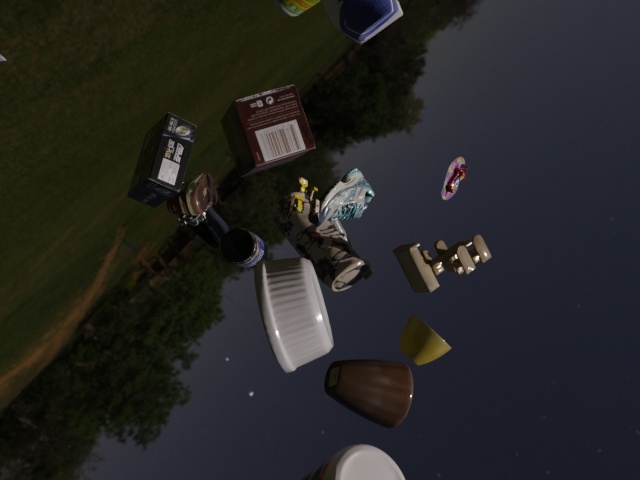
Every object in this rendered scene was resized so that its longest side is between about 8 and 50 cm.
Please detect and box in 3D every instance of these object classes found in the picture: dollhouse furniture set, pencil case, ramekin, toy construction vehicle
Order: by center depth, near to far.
[{"bbox_3d":[-0.057,0.165,1.251,0.127,0.272,0.273,-15,-164,2],"label":"ramekin"},{"bbox_3d":[-0.039,-0.102,1.323,0.035,0.086,0.098,-23,-124,41],"label":"toy construction vehicle"},{"bbox_3d":[0.391,0.043,1.764,0.242,0.161,0.212,-31,-173,-22],"label":"dollhouse furniture set"},{"bbox_3d":[0.000,0.000,1.847,0.184,0.410,0.159,-20,147,-36],"label":"pencil case"}]

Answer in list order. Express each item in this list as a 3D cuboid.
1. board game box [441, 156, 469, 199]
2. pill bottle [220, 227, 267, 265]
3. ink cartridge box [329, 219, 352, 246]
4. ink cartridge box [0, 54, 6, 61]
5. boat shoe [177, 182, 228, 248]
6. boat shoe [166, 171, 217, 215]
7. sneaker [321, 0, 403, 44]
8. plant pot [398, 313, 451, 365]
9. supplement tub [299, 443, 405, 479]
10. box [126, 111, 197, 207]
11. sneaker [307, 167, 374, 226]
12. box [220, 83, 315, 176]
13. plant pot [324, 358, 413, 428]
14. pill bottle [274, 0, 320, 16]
[{"bbox_3d":[0.503,-0.224,1.955,0.133,0.033,0.168,-18,126,-48],"label":"board game box"},{"bbox_3d":[-0.250,0.032,1.796,0.123,0.123,0.219,-46,168,0],"label":"pill bottle"},{"bbox_3d":[0.010,0.000,1.992,0.179,0.145,0.045,-21,-154,16],"label":"ink cartridge box"},{"bbox_3d":[-0.828,-0.407,1.127,0.223,0.045,0.224,-19,-173,-11],"label":"ink cartridge box"},{"bbox_3d":[-0.461,-0.088,1.913,0.113,0.306,0.105,-12,-138,30],"label":"boat shoe"},{"bbox_3d":[-0.336,-0.120,1.369,0.095,0.095,0.257,-11,-168,2],"label":"boat shoe"},{"bbox_3d":[0.004,-0.509,0.940,0.127,0.315,0.182,-34,168,21],"label":"sneaker"},{"bbox_3d":[0.264,0.274,1.406,0.095,0.134,0.134,-47,-167,-1],"label":"plant pot"},{"bbox_3d":[0.044,0.569,1.126,0.272,0.191,0.191,-54,-175,41],"label":"supplement tub"},{"bbox_3d":[-0.377,-0.188,1.256,0.147,0.078,0.180,-19,-124,49],"label":"box"},{"bbox_3d":[0.074,-0.110,1.524,0.110,0.122,0.283,-45,180,45],"label":"sneaker"},{"bbox_3d":[-0.141,-0.276,1.361,0.169,0.167,0.203,-21,-174,-19],"label":"box"},{"bbox_3d":[0.138,0.462,1.680,0.215,0.231,0.215,-53,-155,39],"label":"plant pot"},{"bbox_3d":[-0.005,-0.674,1.303,0.246,0.136,0.136,-17,-152,36],"label":"pill bottle"}]
